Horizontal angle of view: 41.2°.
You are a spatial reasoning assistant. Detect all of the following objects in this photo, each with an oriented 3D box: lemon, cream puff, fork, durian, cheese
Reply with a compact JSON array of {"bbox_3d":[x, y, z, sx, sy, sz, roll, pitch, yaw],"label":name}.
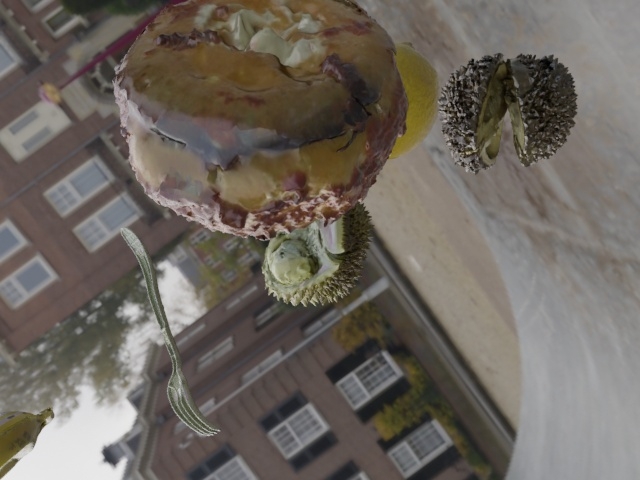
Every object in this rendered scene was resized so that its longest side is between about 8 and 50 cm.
[{"bbox_3d":[0.111,-0.236,1.443,0.186,0.244,0.187,24,160,9],"label":"lemon"},{"bbox_3d":[-0.047,-0.100,0.678,0.240,0.240,0.164,54,151,42],"label":"cream puff"},{"bbox_3d":[-0.150,0.085,0.814,0.034,0.028,0.219,-38,72,54],"label":"fork"},{"bbox_3d":[0.000,0.000,1.038,0.102,0.146,0.208,42,-139,-36],"label":"durian"},{"bbox_3d":[0.254,-0.182,1.169,0.196,0.196,0.167,-126,31,-48],"label":"durian"},{"bbox_3d":[-0.434,0.283,1.036,0.064,0.250,0.156,47,153,8],"label":"cheese"}]
